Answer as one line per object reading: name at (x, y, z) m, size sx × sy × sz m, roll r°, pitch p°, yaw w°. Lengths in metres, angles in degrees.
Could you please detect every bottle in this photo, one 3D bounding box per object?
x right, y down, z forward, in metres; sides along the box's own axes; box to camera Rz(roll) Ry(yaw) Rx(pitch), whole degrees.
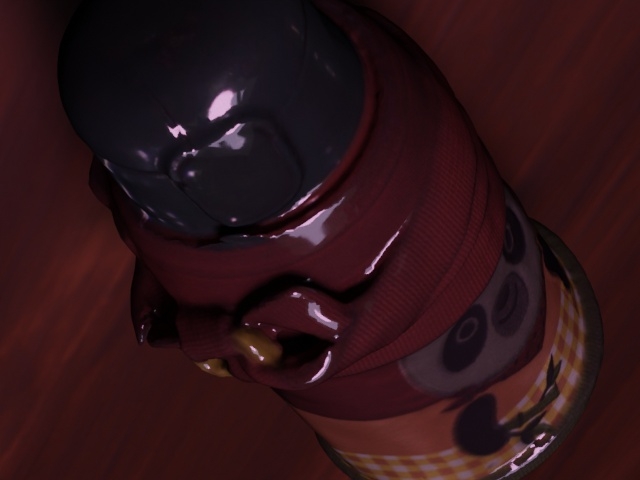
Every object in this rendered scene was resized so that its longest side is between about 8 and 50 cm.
bottle at (0.000, 0.000, 0.629) m, size 0.143 × 0.156 × 0.271 m, roll -29°, pitch 143°, yaw 11°
